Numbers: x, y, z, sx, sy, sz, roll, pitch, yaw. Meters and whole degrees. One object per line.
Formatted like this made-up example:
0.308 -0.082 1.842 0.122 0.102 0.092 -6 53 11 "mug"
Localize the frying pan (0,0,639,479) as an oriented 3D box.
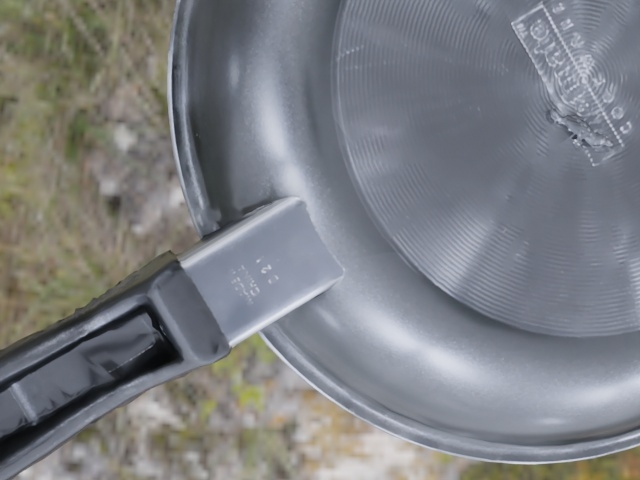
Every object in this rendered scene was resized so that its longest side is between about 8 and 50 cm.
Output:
-0.002 -0.030 0.474 0.326 0.197 0.053 -9 -178 -14 "frying pan"
